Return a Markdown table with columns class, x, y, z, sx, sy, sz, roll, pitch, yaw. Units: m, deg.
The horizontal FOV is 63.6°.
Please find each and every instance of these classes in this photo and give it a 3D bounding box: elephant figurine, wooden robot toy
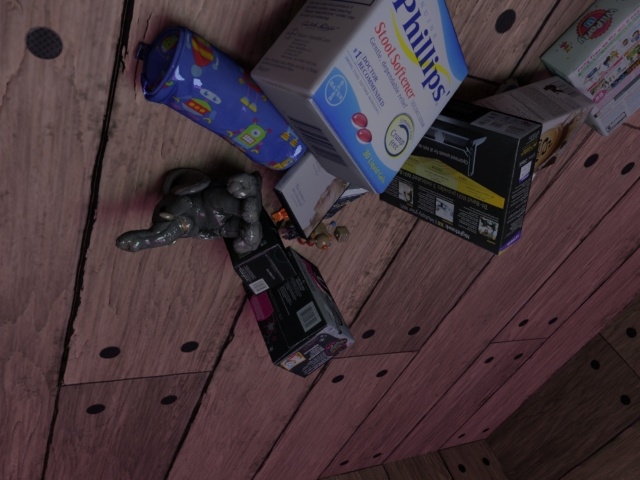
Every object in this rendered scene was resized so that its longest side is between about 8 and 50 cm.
| class | x | y | z | sx | sy | sz | roll | pitch | yaw |
| --- | --- | --- | --- | --- | --- | --- | --- | --- | --- |
| elephant figurine | -0.232 | -0.058 | 0.960 | 0.239 | 0.170 | 0.186 | -3 | 172 | -1 |
| wooden robot toy | 0.000 | 0.000 | 1.220 | 0.173 | 0.079 | 0.076 | 11 | 126 | -37 |

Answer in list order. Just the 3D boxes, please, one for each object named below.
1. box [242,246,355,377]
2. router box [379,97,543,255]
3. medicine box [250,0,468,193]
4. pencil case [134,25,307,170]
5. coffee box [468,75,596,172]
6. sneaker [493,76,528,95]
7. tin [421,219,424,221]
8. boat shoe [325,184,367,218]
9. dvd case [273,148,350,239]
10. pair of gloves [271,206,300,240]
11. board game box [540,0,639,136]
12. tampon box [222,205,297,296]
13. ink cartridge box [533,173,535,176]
| class | x | y | z | sx | sy | sz | roll | pitch | yaw |
| --- | --- | --- | --- | --- | --- | --- | --- | --- | --- |
| box | -0.053 | 0.170 | 1.236 | 0.163 | 0.247 | 0.142 | -37 | 141 | 10 |
| router box | 0.250 | -0.143 | 1.005 | 0.081 | 0.308 | 0.243 | -32 | 135 | -31 |
| medicine box | 0.079 | -0.276 | 0.850 | 0.289 | 0.149 | 0.263 | -54 | 140 | -7 |
| pencil case | -0.154 | -0.225 | 0.862 | 0.133 | 0.119 | 0.306 | -40 | 139 | 23 |
| coffee box | 0.412 | -0.220 | 1.090 | 0.297 | 0.119 | 0.168 | -23 | 148 | -28 |
| sneaker | 0.388 | -0.276 | 1.166 | 0.190 | 0.071 | 0.083 | -34 | 146 | 7 |
| tin | 0.328 | -0.096 | 1.345 | 0.189 | 0.040 | 0.106 | -2 | 129 | -28 |
| boat shoe | 0.052 | -0.106 | 1.160 | 0.183 | 0.065 | 0.083 | -19 | 152 | -14 |
| dvd case | 0.017 | -0.141 | 1.025 | 0.253 | 0.022 | 0.180 | -53 | 150 | -15 |
| pair of gloves | -0.063 | -0.042 | 1.166 | 0.074 | 0.010 | 0.083 | -23 | 112 | 6 |
| board game box | 0.667 | -0.402 | 1.173 | 0.224 | 0.097 | 0.303 | -46 | 139 | 18 |
| tampon box | -0.136 | 0.009 | 1.086 | 0.101 | 0.161 | 0.120 | -28 | 140 | 0 |
| ink cartridge box | 0.369 | -0.161 | 1.210 | 0.203 | 0.148 | 0.086 | -7 | 136 | -23 |
